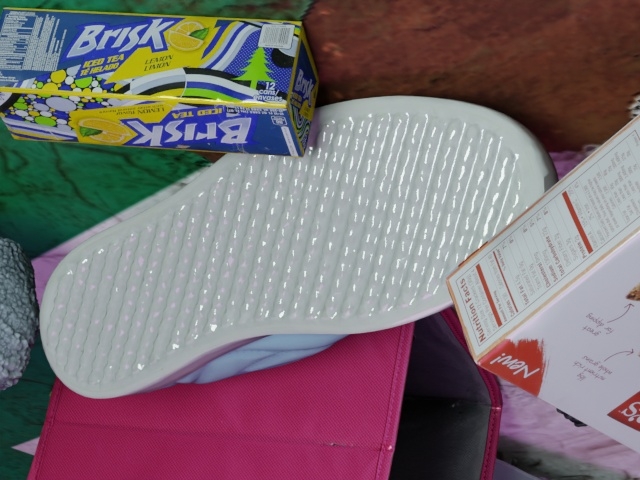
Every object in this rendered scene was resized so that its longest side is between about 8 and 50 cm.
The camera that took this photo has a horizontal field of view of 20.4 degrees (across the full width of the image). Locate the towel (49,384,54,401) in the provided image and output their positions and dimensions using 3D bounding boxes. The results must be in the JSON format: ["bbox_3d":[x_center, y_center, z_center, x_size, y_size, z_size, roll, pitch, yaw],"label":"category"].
[{"bbox_3d":[-0.200,0.130,1.528,0.060,0.009,0.083,14,156,-11],"label":"towel"}]

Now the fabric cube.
[{"bbox_3d":[-0.034,0.178,1.272,0.258,0.259,0.254,2,156,21],"label":"fabric cube"}]

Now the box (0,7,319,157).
[{"bbox_3d":[-0.090,-0.085,0.954,0.169,0.054,0.059,5,155,12],"label":"box"}]

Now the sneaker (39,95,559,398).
[{"bbox_3d":[0.000,0.000,1.068,0.366,0.135,0.150,-16,176,36],"label":"sneaker"}]

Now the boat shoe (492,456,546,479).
[{"bbox_3d":[0.170,0.242,1.516,0.306,0.113,0.105,4,167,-26],"label":"boat shoe"}]

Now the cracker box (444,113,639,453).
[{"bbox_3d":[0.201,0.002,0.900,0.155,0.067,0.232,29,121,-37],"label":"cracker box"}]

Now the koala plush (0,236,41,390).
[{"bbox_3d":[-0.306,0.016,1.107,0.203,0.196,0.221,-3,144,35],"label":"koala plush"}]

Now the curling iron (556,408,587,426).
[{"bbox_3d":[0.302,0.141,1.330,0.274,0.035,0.068,15,160,-9],"label":"curling iron"}]
